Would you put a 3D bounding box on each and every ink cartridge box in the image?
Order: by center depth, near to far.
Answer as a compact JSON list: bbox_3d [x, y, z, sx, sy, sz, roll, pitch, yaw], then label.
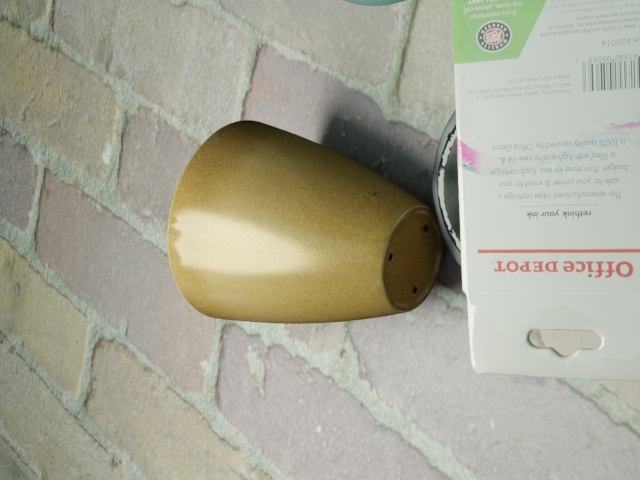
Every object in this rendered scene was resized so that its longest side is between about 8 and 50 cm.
[{"bbox_3d":[0.239,-0.057,1.248,0.207,0.119,0.354,0,93,34],"label":"ink cartridge box"}]

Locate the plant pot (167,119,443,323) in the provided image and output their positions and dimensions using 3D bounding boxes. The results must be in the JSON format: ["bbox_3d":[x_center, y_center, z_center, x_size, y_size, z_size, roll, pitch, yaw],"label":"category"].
[{"bbox_3d":[0.000,0.000,1.546,0.254,0.237,0.237,14,105,37],"label":"plant pot"}]

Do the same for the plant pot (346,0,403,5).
[{"bbox_3d":[0.051,-0.357,1.413,0.290,0.290,0.195,47,165,39],"label":"plant pot"}]

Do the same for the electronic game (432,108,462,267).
[{"bbox_3d":[0.204,-0.054,1.392,0.229,0.048,0.229,5,97,45],"label":"electronic game"}]
